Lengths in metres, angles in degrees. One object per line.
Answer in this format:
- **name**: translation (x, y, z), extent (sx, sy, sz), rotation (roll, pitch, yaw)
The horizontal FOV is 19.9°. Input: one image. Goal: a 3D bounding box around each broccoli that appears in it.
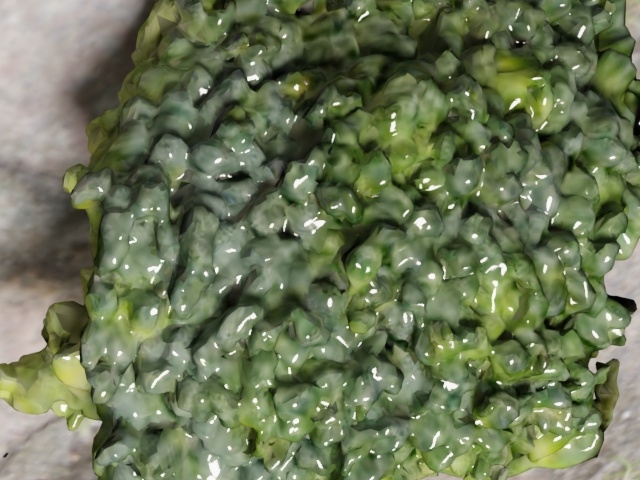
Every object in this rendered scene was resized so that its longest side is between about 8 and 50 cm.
- **broccoli**: translation (0.000, 0.000, 0.745), extent (0.288, 0.248, 0.245), rotation (-17, 176, -27)
